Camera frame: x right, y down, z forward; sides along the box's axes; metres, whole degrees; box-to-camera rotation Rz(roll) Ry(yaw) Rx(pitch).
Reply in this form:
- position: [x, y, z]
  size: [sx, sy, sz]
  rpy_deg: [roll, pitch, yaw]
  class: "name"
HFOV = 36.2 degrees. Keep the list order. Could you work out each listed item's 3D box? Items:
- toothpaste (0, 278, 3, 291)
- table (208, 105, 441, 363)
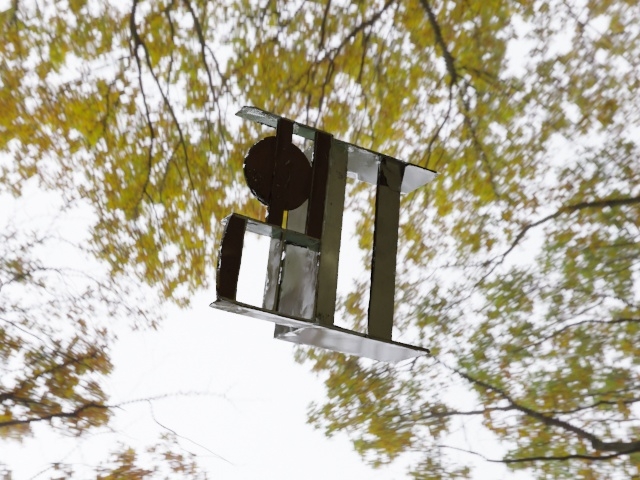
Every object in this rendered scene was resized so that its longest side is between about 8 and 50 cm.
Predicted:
- position: [-0.301, 0.074, 0.778]
  size: [0.040, 0.196, 0.047]
  rpy_deg: [-9, -58, 5]
  class: "toothpaste"
- position: [0.000, 0.000, 0.718]
  size: [0.175, 0.062, 0.146]
  rpy_deg: [16, -112, -25]
  class: "table"
